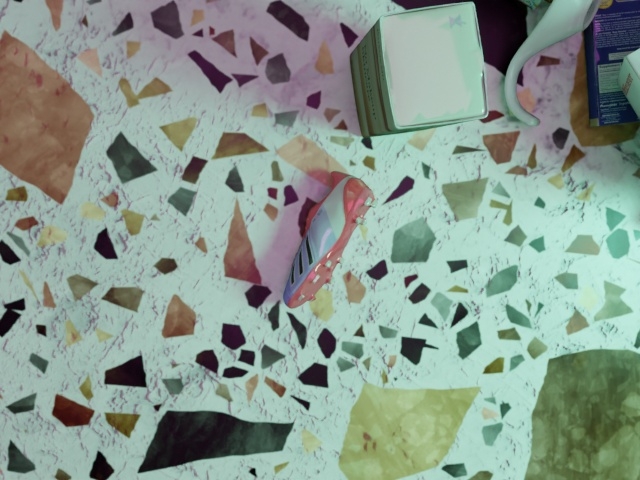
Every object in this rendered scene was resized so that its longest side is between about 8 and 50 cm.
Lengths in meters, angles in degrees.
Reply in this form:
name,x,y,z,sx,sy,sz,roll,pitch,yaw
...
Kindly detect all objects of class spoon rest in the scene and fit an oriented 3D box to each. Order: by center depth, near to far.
name,x,y,z,sx,sy,sz,roll,pitch,yaw
spoon rest,0.378,-0.331,1.044,0.084,0.137,0.276,30,110,24

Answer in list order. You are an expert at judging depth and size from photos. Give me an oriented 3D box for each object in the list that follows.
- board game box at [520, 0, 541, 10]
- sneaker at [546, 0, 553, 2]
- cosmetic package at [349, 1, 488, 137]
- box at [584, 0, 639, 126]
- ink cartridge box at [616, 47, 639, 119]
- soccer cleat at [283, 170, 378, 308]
name,x,y,z,sx,sy,sz,roll,pitch,yaw
board game box,0.275,-0.512,0.986,0.275,0.142,0.144,35,93,2
sneaker,0.441,-0.468,1.071,0.175,0.064,0.067,-39,64,5
cosmetic package,0.132,-0.237,0.946,0.129,0.296,0.153,-9,96,-4
box,0.529,-0.316,1.096,0.136,0.036,0.225,-7,98,-4
ink cartridge box,0.603,-0.196,0.942,0.197,0.198,0.270,-31,82,21
soccer cleat,0.000,0.000,1.082,0.095,0.083,0.248,36,98,23
